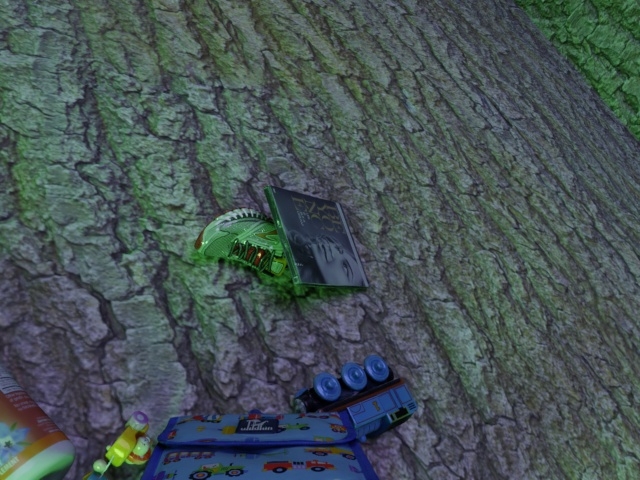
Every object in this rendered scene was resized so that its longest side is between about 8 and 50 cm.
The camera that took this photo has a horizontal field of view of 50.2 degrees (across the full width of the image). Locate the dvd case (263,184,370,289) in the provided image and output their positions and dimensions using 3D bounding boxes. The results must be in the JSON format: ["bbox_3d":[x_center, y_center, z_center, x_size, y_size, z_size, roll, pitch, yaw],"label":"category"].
[{"bbox_3d":[0.000,0.000,1.119,0.221,0.018,0.165,10,57,-58],"label":"dvd case"}]

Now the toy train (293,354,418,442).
[{"bbox_3d":[0.047,0.230,0.958,0.184,0.080,0.105,-10,62,-42],"label":"toy train"}]

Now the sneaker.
[{"bbox_3d":[-0.091,0.007,1.083,0.225,0.088,0.093,1,50,-35],"label":"sneaker"}]

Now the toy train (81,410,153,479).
[{"bbox_3d":[-0.218,0.246,0.722,0.046,0.125,0.166,37,46,-2],"label":"toy train"}]

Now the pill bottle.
[{"bbox_3d":[-0.360,0.178,0.683,0.216,0.121,0.121,42,39,10],"label":"pill bottle"}]

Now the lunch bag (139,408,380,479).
[{"bbox_3d":[-0.064,0.259,0.733,0.221,0.138,0.293,-3,10,-5],"label":"lunch bag"}]
